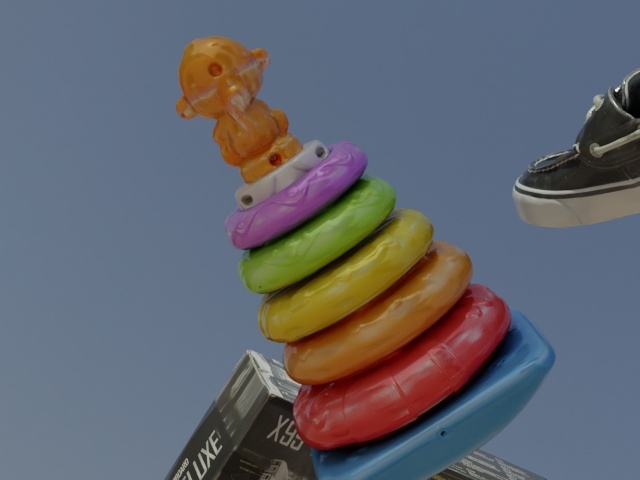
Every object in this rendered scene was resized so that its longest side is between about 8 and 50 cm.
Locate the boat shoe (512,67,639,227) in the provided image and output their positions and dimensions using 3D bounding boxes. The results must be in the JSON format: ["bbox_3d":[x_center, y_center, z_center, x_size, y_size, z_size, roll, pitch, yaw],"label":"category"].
[{"bbox_3d":[0.249,-0.080,1.028,0.301,0.108,0.102,-10,-74,59],"label":"boat shoe"}]

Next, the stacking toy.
[{"bbox_3d":[0.000,0.000,0.877,0.301,0.175,0.166,56,2,-9],"label":"stacking toy"}]

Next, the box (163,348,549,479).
[{"bbox_3d":[0.016,0.252,1.077,0.307,0.076,0.242,25,-76,-24],"label":"box"}]
